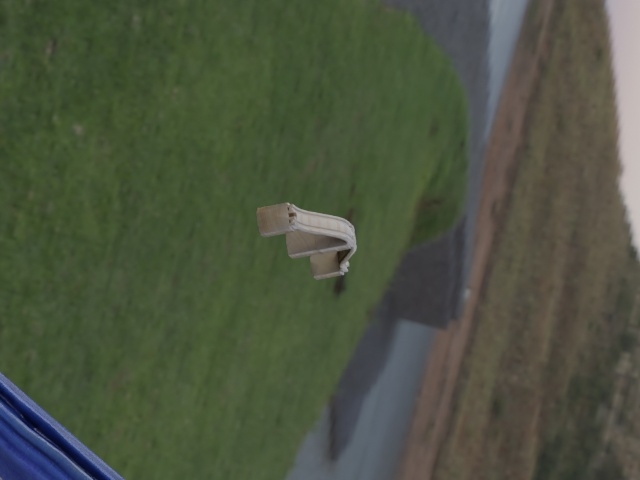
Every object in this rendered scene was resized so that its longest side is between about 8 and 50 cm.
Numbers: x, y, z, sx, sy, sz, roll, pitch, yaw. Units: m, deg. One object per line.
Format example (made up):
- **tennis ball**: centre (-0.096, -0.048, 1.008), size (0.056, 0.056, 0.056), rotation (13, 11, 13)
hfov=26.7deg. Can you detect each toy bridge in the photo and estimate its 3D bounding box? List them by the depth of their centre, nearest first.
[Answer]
- **toy bridge**: centre (0.000, 0.000, 1.238), size (0.188, 0.063, 0.026), rotation (41, 40, -68)

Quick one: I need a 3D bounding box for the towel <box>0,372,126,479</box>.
- **towel**: centre (-0.159, 0.232, 0.705), size (0.040, 0.243, 0.336), rotation (-37, 162, -53)
